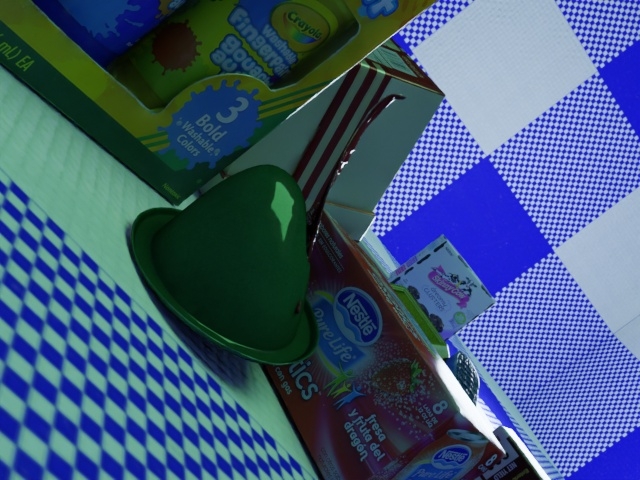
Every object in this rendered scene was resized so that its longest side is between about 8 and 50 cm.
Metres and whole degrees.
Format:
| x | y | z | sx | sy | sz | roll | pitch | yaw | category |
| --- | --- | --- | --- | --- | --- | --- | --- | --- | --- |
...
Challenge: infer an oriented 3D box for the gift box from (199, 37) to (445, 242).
| x | y | z | sx | sy | sz | roll | pitch | yaw | category |
| --- | --- | --- | --- | --- | --- | --- | --- | --- | --- |
| -0.017 | -0.143 | 1.127 | 0.276 | 0.258 | 0.255 | 17 | 28 | -31 | gift box |

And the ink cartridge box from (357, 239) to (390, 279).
| x | y | z | sx | sy | sz | roll | pitch | yaw | category |
| --- | --- | --- | --- | --- | --- | --- | --- | --- | --- |
| 0.000 | 0.000 | 1.310 | 0.207 | 0.097 | 0.046 | 53 | 6 | 1 | ink cartridge box |

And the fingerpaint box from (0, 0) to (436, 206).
| x | y | z | sx | sy | sz | roll | pitch | yaw | category |
| --- | --- | --- | --- | --- | --- | --- | --- | --- | --- |
| -0.124 | -0.283 | 0.750 | 0.163 | 0.371 | 0.445 | 57 | 7 | 37 | fingerpaint box |

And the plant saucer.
| x | y | z | sx | sy | sz | roll | pitch | yaw | category |
| --- | --- | --- | --- | --- | --- | --- | --- | --- | --- |
| 0.115 | 0.125 | 1.420 | 0.188 | 0.045 | 0.188 | 14 | 34 | -49 | plant saucer |

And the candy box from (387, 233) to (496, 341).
| x | y | z | sx | sy | sz | roll | pitch | yaw | category |
| --- | --- | --- | --- | --- | --- | --- | --- | --- | --- |
| 0.219 | 0.113 | 1.808 | 0.165 | 0.196 | 0.070 | 51 | 6 | -8 | candy box |

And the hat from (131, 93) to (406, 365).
| x | y | z | sx | sy | sz | roll | pitch | yaw | category |
| --- | --- | --- | --- | --- | --- | --- | --- | --- | --- |
| -0.026 | -0.037 | 0.702 | 0.173 | 0.183 | 0.208 | 27 | 23 | -27 | hat |

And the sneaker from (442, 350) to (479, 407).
| x | y | z | sx | sy | sz | roll | pitch | yaw | category |
| --- | --- | --- | --- | --- | --- | --- | --- | --- | --- |
| 0.152 | 0.237 | 1.216 | 0.081 | 0.090 | 0.232 | 52 | 27 | -8 | sneaker |

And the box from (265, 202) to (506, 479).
| x | y | z | sx | sy | sz | roll | pitch | yaw | category |
| --- | --- | --- | --- | --- | --- | --- | --- | --- | --- |
| 0.032 | 0.108 | 0.805 | 0.128 | 0.123 | 0.257 | 46 | 9 | -50 | box |

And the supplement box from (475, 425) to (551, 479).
| x | y | z | sx | sy | sz | roll | pitch | yaw | category |
| --- | --- | --- | --- | --- | --- | --- | --- | --- | --- |
| 0.190 | 0.303 | 0.823 | 0.239 | 0.130 | 0.073 | 54 | 7 | 22 | supplement box |
